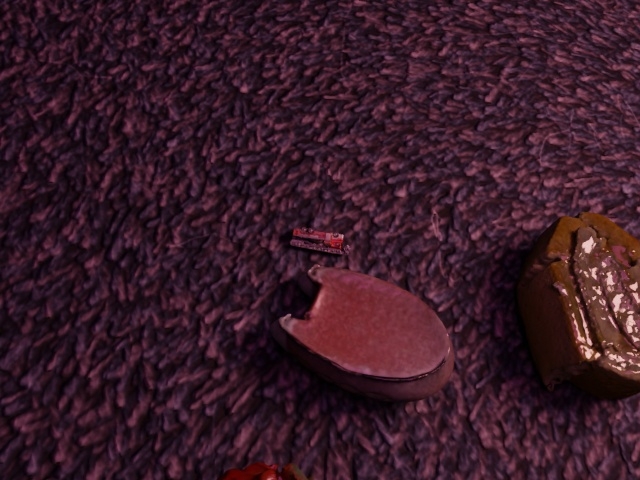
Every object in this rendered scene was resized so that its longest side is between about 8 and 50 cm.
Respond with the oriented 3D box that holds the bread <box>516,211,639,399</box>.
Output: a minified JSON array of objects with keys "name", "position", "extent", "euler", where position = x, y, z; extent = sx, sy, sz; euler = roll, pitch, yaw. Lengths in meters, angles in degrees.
[{"name":"bread","position":[0.361,0.084,0.967],"extent":[0.185,0.124,0.257],"euler":[-10,63,-16]}]

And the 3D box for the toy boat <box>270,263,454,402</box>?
[{"name":"toy boat","position":[0.057,0.127,0.919],"extent":[0.227,0.085,0.155],"euler":[21,51,13]}]

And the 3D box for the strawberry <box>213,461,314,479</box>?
[{"name":"strawberry","position":[-0.058,0.388,0.647],"extent":[0.312,0.267,0.351],"euler":[11,57,39]}]

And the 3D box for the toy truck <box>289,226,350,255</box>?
[{"name":"toy truck","position":[0.000,0.000,0.994],"extent":[0.083,0.024,0.032],"euler":[8,83,-5]}]
